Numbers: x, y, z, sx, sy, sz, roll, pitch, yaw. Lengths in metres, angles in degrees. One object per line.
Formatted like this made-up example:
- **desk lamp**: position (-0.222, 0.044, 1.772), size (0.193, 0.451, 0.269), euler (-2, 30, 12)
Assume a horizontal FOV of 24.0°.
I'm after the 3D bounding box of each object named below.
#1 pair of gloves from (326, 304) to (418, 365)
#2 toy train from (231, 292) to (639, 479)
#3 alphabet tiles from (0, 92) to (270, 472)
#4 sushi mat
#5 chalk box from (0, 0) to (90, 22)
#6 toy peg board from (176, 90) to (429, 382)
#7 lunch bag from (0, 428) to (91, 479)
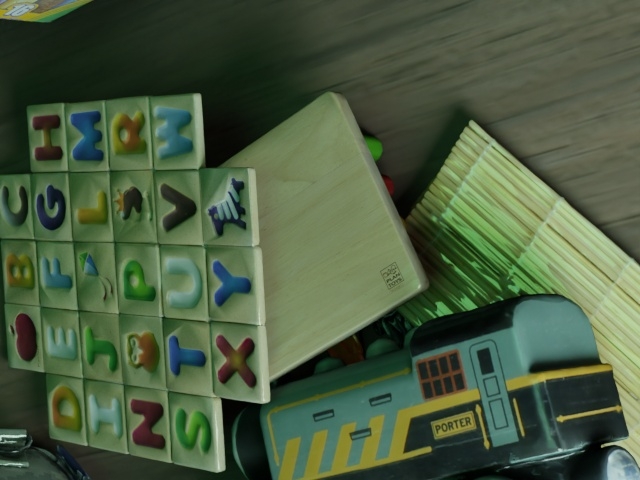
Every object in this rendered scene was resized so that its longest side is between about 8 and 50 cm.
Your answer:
- **pair of gloves**: position (0.035, 0.064, 1.154), size (0.083, 0.010, 0.074), euler (-34, 78, 24)
- **toy train**: position (0.070, 0.159, 1.063), size (0.334, 0.142, 0.190), euler (-21, 76, 39)
- **alphabet tiles**: position (-0.160, 0.030, 1.196), size (0.342, 0.011, 0.285), euler (2, 97, 47)
- **sushi mat**: position (0.179, 0.071, 1.069), size (0.316, 0.019, 0.151), euler (44, 110, 17)
- **chalk box**: position (-0.193, -0.273, 1.177), size (0.213, 0.132, 0.132), euler (-20, 85, 28)
- **toy peg board**: position (0.000, 0.000, 1.119), size (0.161, 0.079, 0.161), euler (-33, 73, 28)
- **lunch bag**: position (-0.291, 0.340, 1.238), size (0.305, 0.212, 0.256), euler (-65, 26, 20)
